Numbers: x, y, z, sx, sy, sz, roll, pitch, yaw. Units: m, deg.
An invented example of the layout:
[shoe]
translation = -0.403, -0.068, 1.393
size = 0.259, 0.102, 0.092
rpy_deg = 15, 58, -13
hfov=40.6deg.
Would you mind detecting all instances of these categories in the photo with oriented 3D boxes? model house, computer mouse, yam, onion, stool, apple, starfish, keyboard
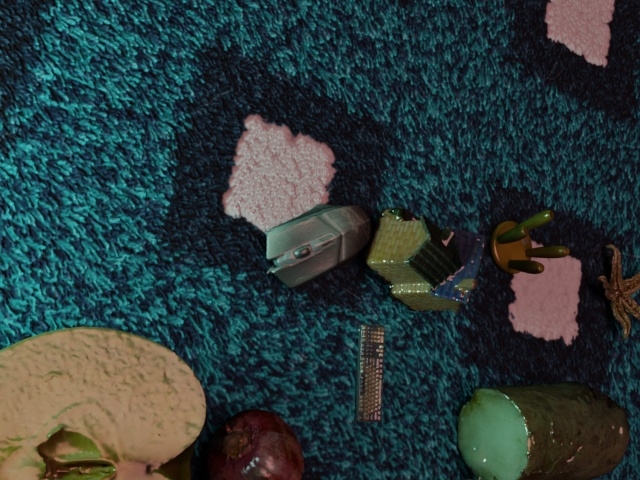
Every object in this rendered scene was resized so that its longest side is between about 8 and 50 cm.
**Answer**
[model house]
translation = 0.207, 0.030, 1.567
size = 0.183, 0.172, 0.166
rpy_deg = 34, 69, -37
[computer mouse]
translation = 0.002, 0.002, 1.532
size = 0.231, 0.071, 0.126
rpy_deg = -23, 94, -30
[yam]
translation = 0.434, 0.371, 1.661
size = 0.300, 0.195, 0.195
rpy_deg = 2, 82, -29
[onion]
translation = -0.093, 0.363, 1.393
size = 0.195, 0.159, 0.159
rpy_deg = 51, 58, -47
[stool]
translation = 0.419, 0.009, 1.748
size = 0.134, 0.110, 0.135
rpy_deg = 23, 71, -24
[apple]
translation = -0.339, 0.305, 1.174
size = 0.360, 0.320, 0.311
rpy_deg = 8, 117, -23
[starfish]
translation = 0.678, 0.106, 1.915
size = 0.176, 0.053, 0.208
rpy_deg = -32, 102, -30
[keyboard]
translation = 0.091, 0.243, 1.582
size = 0.055, 0.014, 0.176
rpy_deg = 9, 79, -32

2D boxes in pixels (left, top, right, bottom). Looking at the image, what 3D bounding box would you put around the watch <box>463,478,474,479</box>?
[watch]
translation = 0.269, 0.563, 1.606
size = 0.237, 0.068, 0.195
rpy_deg = -21, 93, -31
